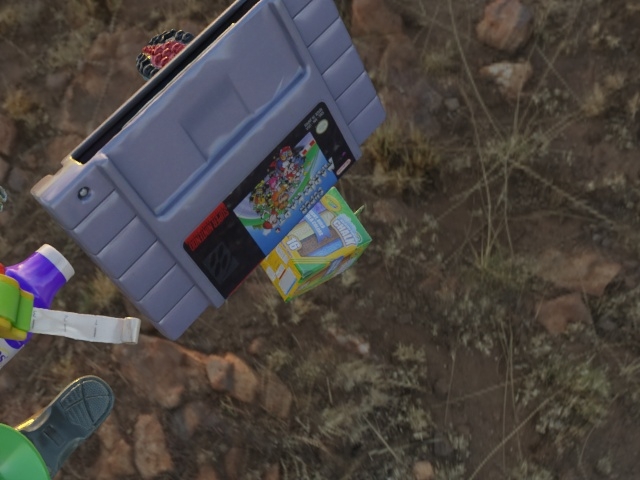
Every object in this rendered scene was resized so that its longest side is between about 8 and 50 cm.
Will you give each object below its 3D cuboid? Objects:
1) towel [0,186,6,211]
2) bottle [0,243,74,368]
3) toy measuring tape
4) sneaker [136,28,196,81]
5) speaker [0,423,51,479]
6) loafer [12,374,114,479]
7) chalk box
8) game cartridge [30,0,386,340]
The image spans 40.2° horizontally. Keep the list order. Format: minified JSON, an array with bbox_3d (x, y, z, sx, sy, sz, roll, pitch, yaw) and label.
[{"bbox_3d":[-0.804,-0.098,1.621,0.374,0.320,0.090,1,86,-9],"label":"towel"},{"bbox_3d":[-0.494,0.124,1.315,0.092,0.118,0.283,11,51,47],"label":"bottle"},{"bbox_3d":[-0.387,0.090,1.139,0.330,0.121,0.121,12,61,-23],"label":"toy measuring tape"},{"bbox_3d":[-0.121,-0.187,1.146,0.262,0.125,0.104,36,82,34],"label":"sneaker"},{"bbox_3d":[-0.372,0.257,0.726,0.296,0.131,0.131,-27,61,16],"label":"speaker"},{"bbox_3d":[-0.393,0.288,1.186,0.096,0.084,0.267,52,48,0],"label":"loafer"},{"bbox_3d":[0.000,0.000,1.657,0.213,0.132,0.132,-27,74,-27],"label":"chalk box"},{"bbox_3d":[-0.088,-0.089,0.892,0.355,0.230,0.068,-47,40,-16],"label":"game cartridge"}]
